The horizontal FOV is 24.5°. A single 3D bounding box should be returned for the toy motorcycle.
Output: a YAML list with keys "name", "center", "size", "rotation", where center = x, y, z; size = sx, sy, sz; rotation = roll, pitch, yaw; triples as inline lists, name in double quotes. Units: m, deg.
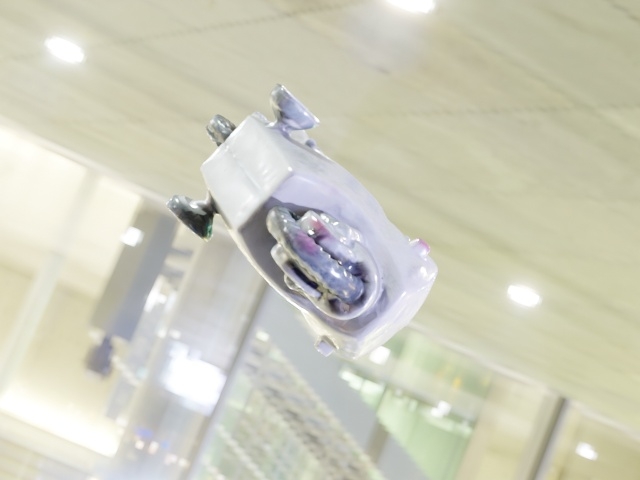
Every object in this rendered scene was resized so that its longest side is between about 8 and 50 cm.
- name: "toy motorcycle"
  center: [0.000, 0.000, 0.968]
  size: [0.171, 0.110, 0.260]
  rotation: [43, -175, -26]
